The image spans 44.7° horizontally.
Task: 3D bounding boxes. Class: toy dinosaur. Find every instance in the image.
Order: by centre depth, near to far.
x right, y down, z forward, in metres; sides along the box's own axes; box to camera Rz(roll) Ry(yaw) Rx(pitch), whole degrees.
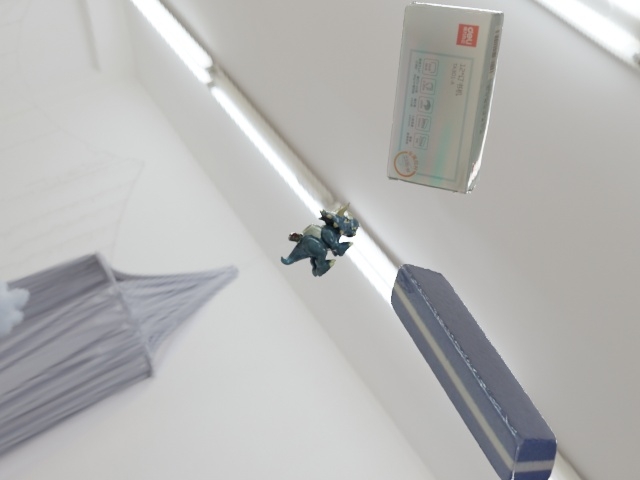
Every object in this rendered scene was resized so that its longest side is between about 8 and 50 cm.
[{"bbox_3d":[0.000,0.000,0.716,0.047,0.083,0.030,49,-15,-9],"label":"toy dinosaur"}]

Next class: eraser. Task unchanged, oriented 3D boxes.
[{"bbox_3d":[0.140,0.118,0.718,0.036,0.082,0.225,-48,-127,24],"label":"eraser"}]

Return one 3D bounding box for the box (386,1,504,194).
[{"bbox_3d":[0.181,-0.210,1.157,0.135,0.079,0.269,14,-67,24],"label":"box"}]
